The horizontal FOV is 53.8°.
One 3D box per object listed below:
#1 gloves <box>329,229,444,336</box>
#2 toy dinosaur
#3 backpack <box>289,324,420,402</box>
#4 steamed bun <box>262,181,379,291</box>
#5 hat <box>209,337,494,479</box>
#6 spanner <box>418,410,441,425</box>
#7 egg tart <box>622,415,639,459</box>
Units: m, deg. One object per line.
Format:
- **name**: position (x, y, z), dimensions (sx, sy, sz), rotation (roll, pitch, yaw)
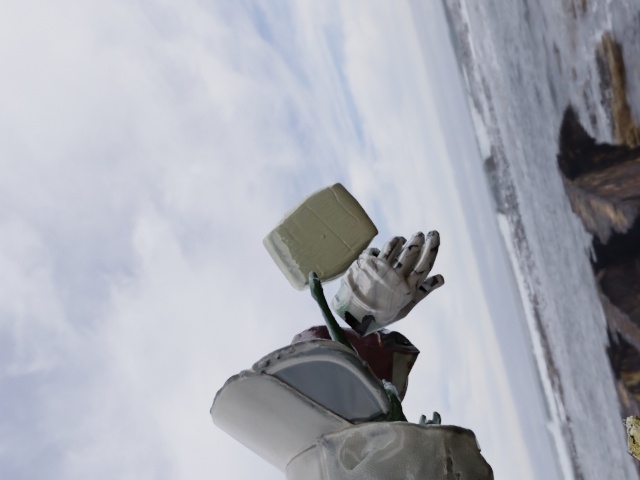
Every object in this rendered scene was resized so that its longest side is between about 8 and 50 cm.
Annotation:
- **gloves**: position (0.120, 0.059, 1.031), dimensions (0.127, 0.212, 0.111), rotation (43, 180, 18)
- **toy dinosaur**: position (0.092, 0.265, 0.846), dimensions (0.301, 0.087, 0.446), rotation (79, 167, -74)
- **backpack**: position (0.034, 0.304, 1.320), dimensions (0.317, 0.197, 0.283), rotation (18, -93, -39)
- **steamed bun**: position (0.000, 0.000, 1.486), dimensions (0.200, 0.250, 0.155), rotation (51, 166, 6)
- **hat**: position (0.019, 0.212, 0.582), dimensions (0.161, 0.275, 0.232), rotation (-57, -21, -33)
- **spanner**: position (0.268, 0.497, 1.329), dimensions (0.018, 0.071, 0.301), rotation (25, -144, -34)
- **egg tart**: position (0.433, 0.270, 0.793), dimensions (0.130, 0.052, 0.130), rotation (35, -175, -4)
